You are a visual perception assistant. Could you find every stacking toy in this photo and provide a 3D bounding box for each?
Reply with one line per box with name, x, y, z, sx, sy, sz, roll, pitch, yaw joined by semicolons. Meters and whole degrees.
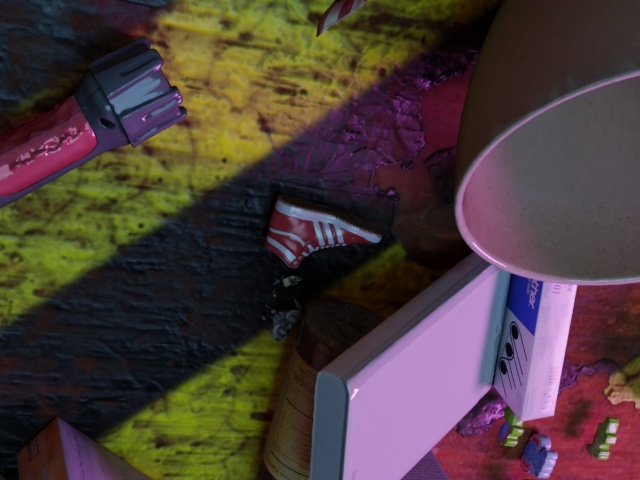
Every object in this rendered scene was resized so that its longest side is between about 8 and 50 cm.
stacking toy;0.262;0.303;1.351;0.167;0.052;0.221;11;111;-27

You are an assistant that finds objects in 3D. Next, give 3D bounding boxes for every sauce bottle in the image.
sauce bottle;-0.007;0.232;1.173;0.111;0.111;0.344;3;121;-22

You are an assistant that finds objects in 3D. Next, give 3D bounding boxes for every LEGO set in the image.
LEGO set;-0.036;0.076;1.125;0.054;0.023;0.083;-18;122;-10

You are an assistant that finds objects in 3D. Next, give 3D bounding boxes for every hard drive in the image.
hard drive;0.098;0.147;1.101;0.307;0.040;0.203;-33;136;-45

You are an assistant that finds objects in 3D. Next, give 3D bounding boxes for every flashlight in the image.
flashlight;-0.263;-0.072;0.903;0.304;0.103;0.103;-30;125;-6

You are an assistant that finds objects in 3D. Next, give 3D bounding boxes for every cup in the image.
cup;0.271;-0.141;0.963;0.331;0.237;0.331;-3;149;-2

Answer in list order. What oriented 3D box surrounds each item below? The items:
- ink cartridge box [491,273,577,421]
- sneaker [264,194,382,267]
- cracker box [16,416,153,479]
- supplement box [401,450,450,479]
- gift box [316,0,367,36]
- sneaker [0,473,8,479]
ink cartridge box;0.232;0.088;1.189;0.046;0.097;0.207;-7;120;-17
sneaker;0.000;0.000;1.086;0.118;0.042;0.067;16;107;-19
cracker box;-0.204;0.303;1.110;0.067;0.156;0.232;-41;123;6
supplement box;0.093;0.325;1.195;0.114;0.220;0.111;5;116;-24
gift box;-0.045;-0.311;0.778;0.258;0.255;0.276;11;107;-23
sneaker;-0.309;0.331;1.085;0.102;0.161;0.282;-45;124;6
